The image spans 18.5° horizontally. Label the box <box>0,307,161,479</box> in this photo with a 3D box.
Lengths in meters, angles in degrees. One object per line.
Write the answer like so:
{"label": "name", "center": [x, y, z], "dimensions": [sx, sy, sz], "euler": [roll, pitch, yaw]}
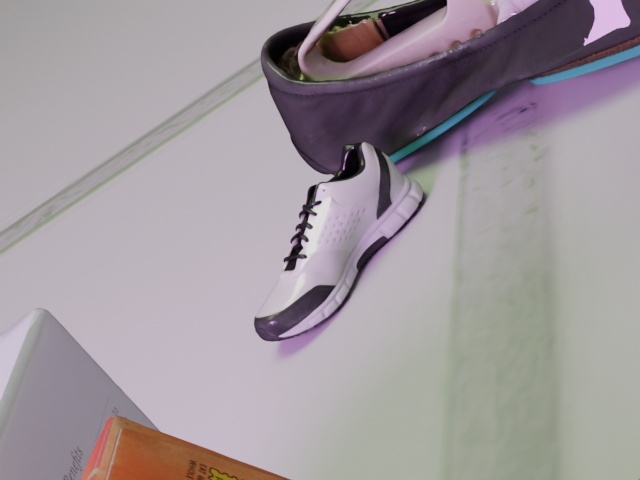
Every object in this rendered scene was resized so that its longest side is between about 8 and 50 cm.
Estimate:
{"label": "box", "center": [-0.081, 0.131, 0.573], "dimensions": [0.130, 0.170, 0.091], "euler": [-33, 21, 20]}

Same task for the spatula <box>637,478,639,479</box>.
{"label": "spatula", "center": [0.155, 0.049, 0.530], "dimensions": [0.296, 0.030, 0.084], "euler": [-38, 18, 6]}

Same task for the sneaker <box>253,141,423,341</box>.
{"label": "sneaker", "center": [0.000, 0.000, 0.891], "dimensions": [0.040, 0.044, 0.109], "euler": [-6, 41, 54]}

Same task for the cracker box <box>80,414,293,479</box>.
{"label": "cracker box", "center": [-0.069, 0.179, 0.455], "dimensions": [0.155, 0.067, 0.232], "euler": [-82, 15, -61]}

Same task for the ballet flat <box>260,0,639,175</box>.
{"label": "ballet flat", "center": [0.079, -0.108, 0.900], "dimensions": [0.280, 0.096, 0.095], "euler": [-25, 24, 35]}
